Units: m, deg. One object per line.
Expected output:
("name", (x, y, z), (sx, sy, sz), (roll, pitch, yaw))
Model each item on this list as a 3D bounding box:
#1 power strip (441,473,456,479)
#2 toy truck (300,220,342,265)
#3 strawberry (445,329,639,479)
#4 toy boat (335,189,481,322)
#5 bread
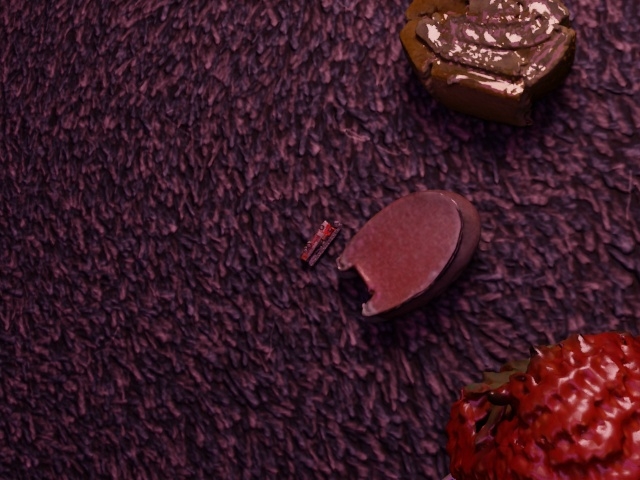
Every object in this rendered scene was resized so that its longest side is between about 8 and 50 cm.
("power strip", (0.181, 0.346, 1.003), (0.090, 0.016, 0.040), (-43, 67, 9))
("toy truck", (0.000, 0.000, 1.142), (0.032, 0.024, 0.083), (35, 95, 2))
("strawberry", (0.313, 0.289, 0.837), (0.351, 0.267, 0.312), (62, 141, 16))
("toy boat", (0.136, 0.020, 1.067), (0.227, 0.085, 0.155), (-40, 59, 21))
("bread", (0.234, -0.276, 1.054), (0.257, 0.124, 0.186), (14, 85, 25))
